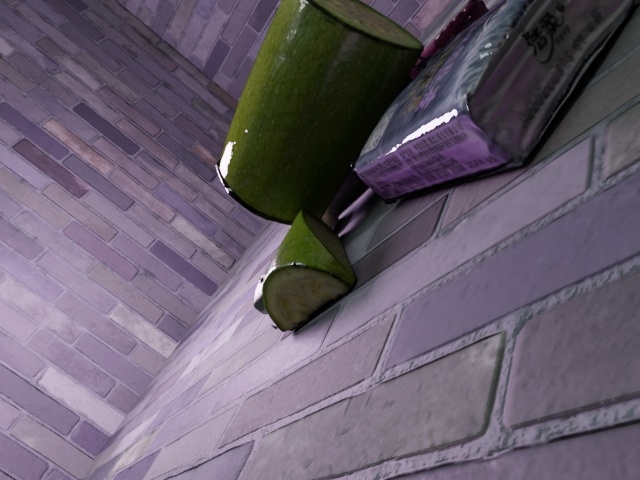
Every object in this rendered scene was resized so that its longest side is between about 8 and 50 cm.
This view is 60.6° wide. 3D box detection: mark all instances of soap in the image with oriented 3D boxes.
[{"bbox_3d":[0.277,-0.395,1.168,0.250,0.099,0.162,-41,7,48],"label":"soap"}]

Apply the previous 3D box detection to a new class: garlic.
[{"bbox_3d":[-0.001,-0.043,1.185,0.094,0.074,0.113,-37,31,-19],"label":"garlic"}]

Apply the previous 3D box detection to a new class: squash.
[{"bbox_3d":[0.000,0.000,0.924,0.203,0.111,0.289,-41,12,42],"label":"squash"},{"bbox_3d":[-0.019,-0.249,1.028,0.384,0.263,0.263,-59,4,32],"label":"squash"}]

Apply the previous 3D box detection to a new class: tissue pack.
[{"bbox_3d":[0.191,-0.189,0.723,0.259,0.122,0.361,-55,12,-12],"label":"tissue pack"}]

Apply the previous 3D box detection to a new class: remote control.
[{"bbox_3d":[-0.063,0.028,1.241,0.128,0.065,0.335,-48,9,33],"label":"remote control"}]

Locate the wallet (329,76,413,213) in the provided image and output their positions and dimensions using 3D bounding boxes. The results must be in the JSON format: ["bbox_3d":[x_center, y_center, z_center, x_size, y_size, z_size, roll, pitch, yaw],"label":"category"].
[{"bbox_3d":[0.074,-0.221,1.171,0.051,0.197,0.377,-26,-11,-47],"label":"wallet"}]

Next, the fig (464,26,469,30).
[{"bbox_3d":[0.299,-0.366,1.026,0.074,0.074,0.088,-52,31,-6],"label":"fig"}]
